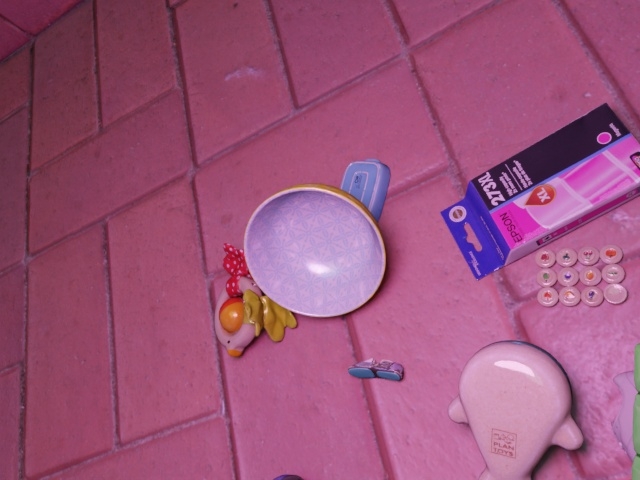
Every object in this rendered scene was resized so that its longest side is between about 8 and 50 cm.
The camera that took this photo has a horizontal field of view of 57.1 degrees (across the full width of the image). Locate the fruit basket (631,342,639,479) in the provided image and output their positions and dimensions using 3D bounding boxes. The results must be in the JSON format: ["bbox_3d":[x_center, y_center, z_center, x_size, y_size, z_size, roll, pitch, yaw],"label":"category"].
[{"bbox_3d":[0.532,0.276,0.622,0.392,0.282,0.392,-7,82,64],"label":"fruit basket"}]

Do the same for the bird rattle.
[{"bbox_3d":[-0.183,0.139,1.319,0.207,0.143,0.253,-56,50,18],"label":"bird rattle"}]

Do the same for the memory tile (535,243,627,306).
[{"bbox_3d":[0.462,0.064,1.051,0.147,0.012,0.113,-5,67,27],"label":"memory tile"}]

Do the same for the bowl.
[{"bbox_3d":[0.000,0.000,1.232,0.289,0.290,0.156,-21,18,20],"label":"bowl"}]

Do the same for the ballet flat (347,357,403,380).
[{"bbox_3d":[0.110,0.252,1.159,0.114,0.041,0.041,-1,69,29],"label":"ballet flat"}]

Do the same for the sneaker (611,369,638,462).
[{"bbox_3d":[0.504,0.322,0.886,0.121,0.099,0.263,-12,71,57],"label":"sneaker"}]

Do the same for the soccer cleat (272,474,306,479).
[{"bbox_3d":[-0.043,0.586,1.086,0.121,0.093,0.289,-41,55,46],"label":"soccer cleat"}]

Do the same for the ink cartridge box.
[{"bbox_3d":[0.416,-0.089,1.115,0.370,0.069,0.176,-32,58,17],"label":"ink cartridge box"}]

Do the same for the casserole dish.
[{"bbox_3d":[0.088,-0.106,1.318,0.114,0.037,0.189,7,72,31],"label":"casserole dish"}]

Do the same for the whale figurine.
[{"bbox_3d":[0.323,0.300,0.979,0.216,0.141,0.272,3,96,30],"label":"whale figurine"}]
